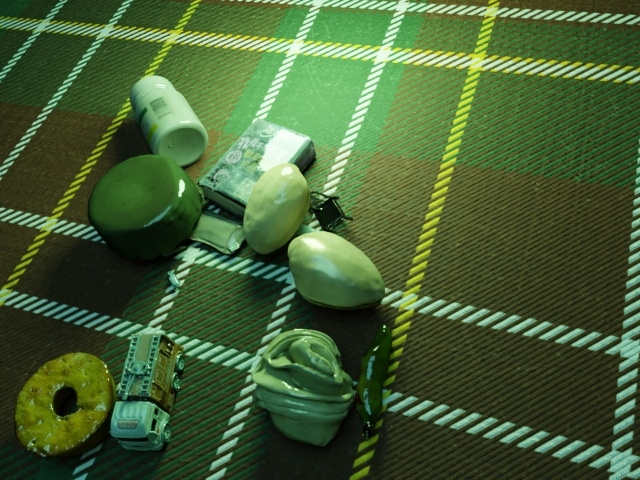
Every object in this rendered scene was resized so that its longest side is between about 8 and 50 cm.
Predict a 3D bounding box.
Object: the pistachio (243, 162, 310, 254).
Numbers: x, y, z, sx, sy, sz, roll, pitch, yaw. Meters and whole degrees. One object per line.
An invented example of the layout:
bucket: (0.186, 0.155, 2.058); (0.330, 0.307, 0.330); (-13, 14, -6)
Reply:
pistachio: (-0.141, -0.100, 1.890); (0.188, 0.187, 0.299); (26, 87, 26)

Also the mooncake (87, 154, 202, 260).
mooncake: (-0.579, -0.106, 2.007); (0.357, 0.194, 0.356); (-6, 56, 9)

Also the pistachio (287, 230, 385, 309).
pistachio: (0.041, 0.094, 1.749); (0.318, 0.193, 0.213); (25, 76, 13)

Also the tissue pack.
tissue pack: (-0.215, -0.248, 2.077); (0.259, 0.122, 0.361); (26, 64, 23)

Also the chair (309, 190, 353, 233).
chair: (0.010, -0.096, 1.960); (0.084, 0.101, 0.212); (-38, 21, -14)

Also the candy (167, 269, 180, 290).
candy: (-0.470, 0.127, 1.937); (0.030, 0.020, 0.083); (-31, 57, -7)

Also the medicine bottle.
medicine bottle: (-0.573, -0.447, 2.224); (0.208, 0.208, 0.339); (-30, 56, -8)

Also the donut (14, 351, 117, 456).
donut: (-0.711, 0.476, 1.707); (0.303, 0.110, 0.302); (-5, 54, 7)

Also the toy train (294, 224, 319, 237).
toy train: (0.000, 0.000, 1.907); (0.208, 0.047, 0.043); (26, 64, 24)

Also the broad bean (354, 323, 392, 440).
broad bean: (0.140, 0.373, 1.622); (0.077, 0.061, 0.338); (8, 60, 8)

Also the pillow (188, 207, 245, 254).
pillow: (-0.347, -0.032, 2.006); (0.233, 0.038, 0.130); (19, 65, 25)

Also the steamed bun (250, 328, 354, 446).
steamed bun: (-0.053, 0.374, 1.577); (0.276, 0.203, 0.289); (5, 60, 15)

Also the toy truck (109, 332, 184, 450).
toy truck: (-0.484, 0.413, 1.666); (0.136, 0.162, 0.305); (-3, 57, 10)
